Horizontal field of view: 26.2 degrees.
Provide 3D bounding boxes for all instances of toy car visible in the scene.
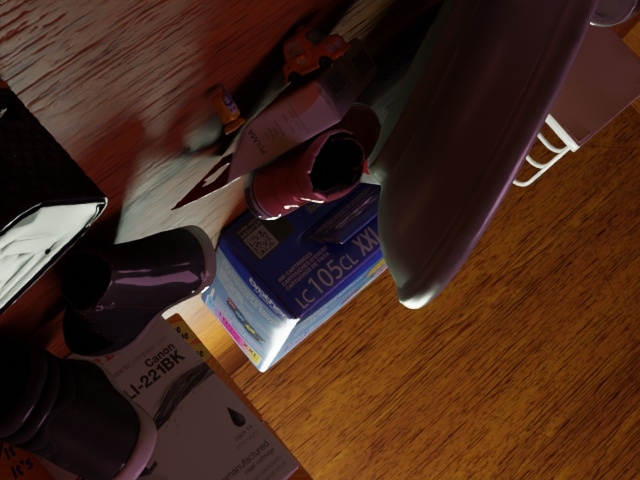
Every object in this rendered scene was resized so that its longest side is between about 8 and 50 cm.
[{"bbox_3d":[-0.032,-0.134,1.077,0.060,0.040,0.122,-16,-162,49],"label":"toy car"}]

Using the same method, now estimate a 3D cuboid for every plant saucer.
[{"bbox_3d":[0.131,-0.136,1.248,0.400,0.101,0.400,-155,-90,-86],"label":"plant saucer"}]

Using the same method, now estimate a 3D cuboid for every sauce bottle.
[{"bbox_3d":[0.329,-0.306,1.585,0.111,0.111,0.344,-44,-174,19],"label":"sauce bottle"}]

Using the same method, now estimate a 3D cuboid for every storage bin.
[{"bbox_3d":[-0.214,0.010,0.724,0.180,0.084,0.122,-42,174,11],"label":"storage bin"}]

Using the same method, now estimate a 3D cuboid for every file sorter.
[{"bbox_3d":[0.407,-0.251,2.391,0.278,0.193,0.173,-37,175,-39],"label":"file sorter"}]

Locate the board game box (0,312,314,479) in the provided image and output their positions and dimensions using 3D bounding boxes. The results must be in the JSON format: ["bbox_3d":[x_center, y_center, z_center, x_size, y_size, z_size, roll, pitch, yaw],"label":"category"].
[{"bbox_3d":[-0.253,0.383,1.771,0.356,0.356,0.356,-35,172,-33],"label":"board game box"}]

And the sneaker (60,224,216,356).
[{"bbox_3d":[-0.201,0.048,1.227,0.118,0.083,0.222,-7,159,-43],"label":"sneaker"}]

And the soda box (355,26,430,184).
[{"bbox_3d":[0.141,-0.180,1.494,0.286,0.091,0.098,-41,-161,-16],"label":"soda box"}]

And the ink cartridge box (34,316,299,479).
[{"bbox_3d":[-0.194,0.234,1.584,0.197,0.273,0.114,-38,169,-34],"label":"ink cartridge box"}]

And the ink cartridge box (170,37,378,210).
[{"bbox_3d":[-0.046,-0.103,1.192,0.179,0.045,0.145,-25,-166,24],"label":"ink cartridge box"}]

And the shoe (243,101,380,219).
[{"bbox_3d":[0.016,-0.074,1.182,0.081,0.063,0.178,-12,-161,45],"label":"shoe"}]

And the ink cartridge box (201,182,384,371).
[{"bbox_3d":[0.000,0.000,1.772,0.270,0.151,0.395,-40,172,-18],"label":"ink cartridge box"}]

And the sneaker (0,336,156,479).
[{"bbox_3d":[-0.270,0.138,1.289,0.104,0.147,0.296,-58,-152,-9],"label":"sneaker"}]
